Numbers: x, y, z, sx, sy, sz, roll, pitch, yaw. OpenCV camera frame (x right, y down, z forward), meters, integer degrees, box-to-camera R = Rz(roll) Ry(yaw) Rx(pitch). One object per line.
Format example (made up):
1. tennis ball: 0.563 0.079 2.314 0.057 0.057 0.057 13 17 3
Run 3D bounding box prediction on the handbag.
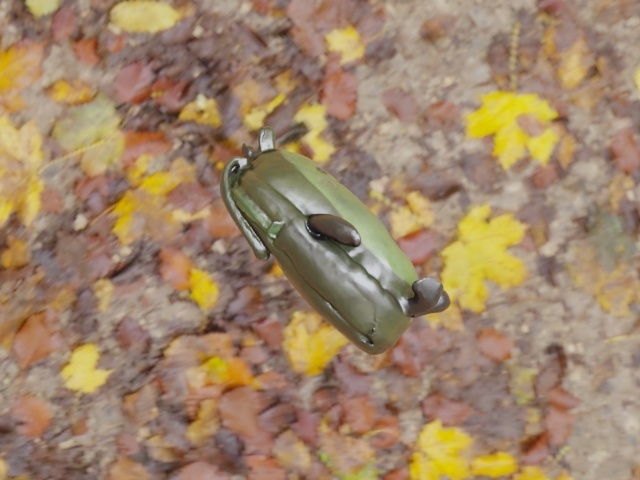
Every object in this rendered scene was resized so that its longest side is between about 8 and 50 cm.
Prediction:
1. handbag: 0.000 0.000 0.589 0.047 0.072 0.111 -45 77 1
